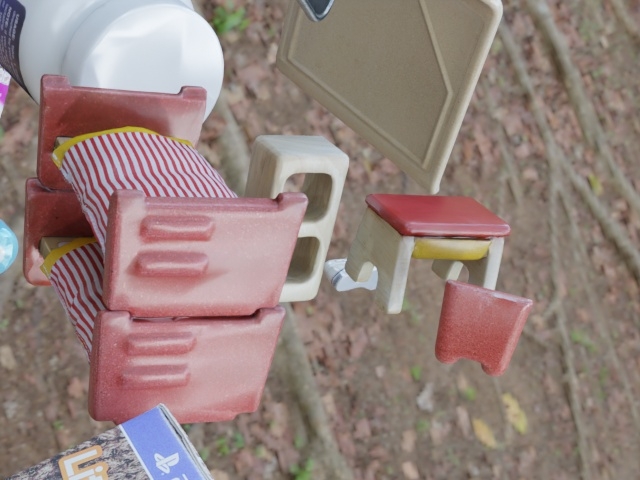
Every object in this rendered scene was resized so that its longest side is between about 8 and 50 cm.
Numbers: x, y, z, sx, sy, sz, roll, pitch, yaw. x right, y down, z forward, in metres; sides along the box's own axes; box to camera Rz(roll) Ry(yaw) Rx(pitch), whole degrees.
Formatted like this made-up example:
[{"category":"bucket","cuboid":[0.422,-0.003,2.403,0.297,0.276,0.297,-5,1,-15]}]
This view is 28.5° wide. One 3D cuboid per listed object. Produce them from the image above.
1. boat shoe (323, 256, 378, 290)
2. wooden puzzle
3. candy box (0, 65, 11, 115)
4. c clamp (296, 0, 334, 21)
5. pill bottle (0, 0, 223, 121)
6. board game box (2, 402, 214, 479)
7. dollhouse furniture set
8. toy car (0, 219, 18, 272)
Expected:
[{"category":"boat shoe","cuboid":[0.039,0.030,1.301,0.100,0.035,0.035,-6,47,-50]},{"category":"wooden puzzle","cuboid":[0.059,-0.187,1.151,0.044,0.238,0.221,-31,60,-33]},{"category":"candy box","cuboid":[-0.511,-0.190,1.763,0.159,0.071,0.233,18,87,-80]},{"category":"c clamp","cuboid":[0.005,-0.219,0.841,0.161,0.022,0.137,13,95,-77]},{"category":"pill bottle","cuboid":[-0.196,-0.181,1.044,0.153,0.153,0.265,30,9,-44]},{"category":"board game box","cuboid":[-0.163,0.266,0.671,0.141,0.291,0.232,46,-26,48]},{"category":"dollhouse furniture set","cuboid":[0.000,0.000,0.860,0.374,0.152,0.201,0,26,-28]},{"category":"toy car","cuboid":[-0.522,-0.045,1.496,0.219,0.210,0.238,40,-12,37]}]
